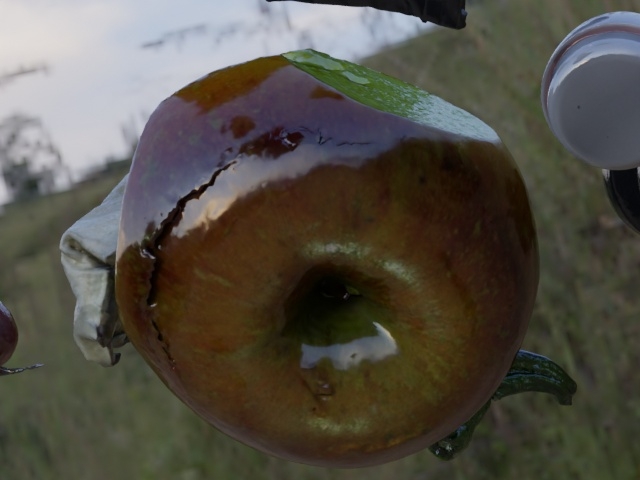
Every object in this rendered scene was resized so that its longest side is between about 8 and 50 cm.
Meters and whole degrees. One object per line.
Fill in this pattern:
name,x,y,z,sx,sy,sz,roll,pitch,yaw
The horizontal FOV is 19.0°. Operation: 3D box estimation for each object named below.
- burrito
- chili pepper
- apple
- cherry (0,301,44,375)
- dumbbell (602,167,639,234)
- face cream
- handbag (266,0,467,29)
burrito,-0.229,0.011,2.329,0.332,0.135,0.190,-45,-22,-60
chili pepper,0.162,0.148,1.807,0.182,0.073,0.050,-21,-28,-33
apple,0.000,0.000,1.644,0.374,0.384,0.374,-35,21,16
cherry,-0.296,0.075,1.523,0.106,0.126,0.087,-18,-19,-36
dumbbell,0.348,-0.062,1.771,0.143,0.143,0.325,-14,4,-3
face cream,0.229,-0.117,1.464,0.117,0.117,0.104,-19,20,21
handbag,0.071,-0.347,1.940,0.211,0.254,0.088,12,-5,14
